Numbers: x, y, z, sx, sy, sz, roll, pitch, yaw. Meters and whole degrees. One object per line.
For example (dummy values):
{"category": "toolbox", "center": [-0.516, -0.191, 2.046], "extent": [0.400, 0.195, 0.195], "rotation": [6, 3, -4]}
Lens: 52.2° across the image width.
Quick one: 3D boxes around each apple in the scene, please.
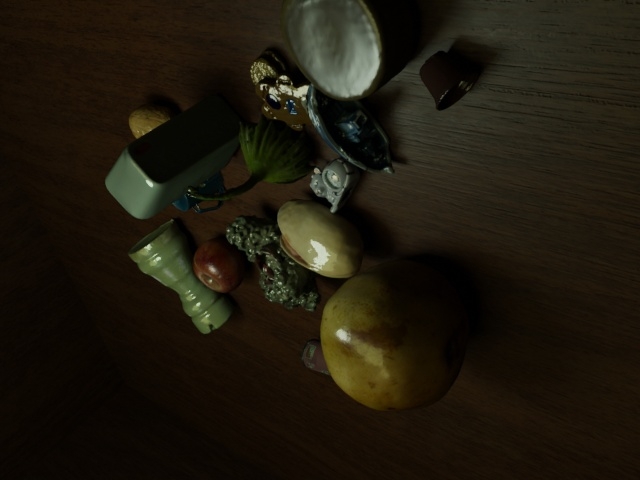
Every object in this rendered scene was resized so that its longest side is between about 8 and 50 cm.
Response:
{"category": "apple", "center": [-0.361, 0.086, 2.362], "extent": [0.201, 0.162, 0.201], "rotation": [24, 147, 16]}

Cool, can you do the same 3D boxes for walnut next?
{"category": "walnut", "center": [-0.539, -0.374, 2.119], "extent": [0.180, 0.144, 0.144], "rotation": [20, 138, 21]}

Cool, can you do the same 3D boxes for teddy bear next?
{"category": "teddy bear", "center": [-0.130, 0.114, 2.104], "extent": [0.357, 0.224, 0.367], "rotation": [44, 150, 29]}

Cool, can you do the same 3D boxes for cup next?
{"category": "cup", "center": [-0.407, -0.166, 2.161], "extent": [0.176, 0.155, 0.131], "rotation": [53, 145, -5]}

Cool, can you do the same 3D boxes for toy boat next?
{"category": "toy boat", "center": [0.077, -0.266, 1.559], "extent": [0.309, 0.129, 0.142], "rotation": [44, 168, -27]}

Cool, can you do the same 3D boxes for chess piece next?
{"category": "chess piece", "center": [-0.530, 0.154, 2.561], "extent": [0.234, 0.234, 0.442], "rotation": [-15, 115, 52]}

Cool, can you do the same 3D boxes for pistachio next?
{"category": "pistachio", "center": [0.000, 0.000, 1.866], "extent": [0.299, 0.187, 0.187], "rotation": [29, 141, 31]}

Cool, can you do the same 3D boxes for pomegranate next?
{"category": "pomegranate", "center": [0.188, 0.244, 1.732], "extent": [0.417, 0.417, 0.416], "rotation": [28, 141, 26]}

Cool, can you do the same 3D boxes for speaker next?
{"category": "speaker", "center": [-0.402, -0.248, 1.866], "extent": [0.183, 0.406, 0.184], "rotation": [48, 141, -2]}

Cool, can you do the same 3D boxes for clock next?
{"category": "clock", "center": [0.031, -0.166, 1.766], "extent": [0.117, 0.080, 0.176], "rotation": [42, 146, 9]}

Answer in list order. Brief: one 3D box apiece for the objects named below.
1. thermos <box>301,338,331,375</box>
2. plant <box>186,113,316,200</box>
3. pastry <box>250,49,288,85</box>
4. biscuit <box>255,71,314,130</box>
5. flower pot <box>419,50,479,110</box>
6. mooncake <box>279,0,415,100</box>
{"category": "thermos", "center": [0.094, 0.437, 2.258], "extent": [0.330, 0.109, 0.136], "rotation": [8, 129, 42]}
{"category": "plant", "center": [-0.172, -0.172, 1.779], "extent": [0.251, 0.333, 0.180], "rotation": [27, 157, 7]}
{"category": "pastry", "center": [-0.134, -0.436, 1.696], "extent": [0.097, 0.057, 0.109], "rotation": [28, 142, 23]}
{"category": "biscuit", "center": [-0.056, -0.350, 1.668], "extent": [0.236, 0.039, 0.180], "rotation": [9, 142, 23]}
{"category": "flower pot", "center": [0.257, -0.339, 1.350], "extent": [0.089, 0.111, 0.111], "rotation": [52, 147, 14]}
{"category": "mooncake", "center": [0.061, -0.451, 1.392], "extent": [0.284, 0.155, 0.284], "rotation": [30, 143, 26]}
